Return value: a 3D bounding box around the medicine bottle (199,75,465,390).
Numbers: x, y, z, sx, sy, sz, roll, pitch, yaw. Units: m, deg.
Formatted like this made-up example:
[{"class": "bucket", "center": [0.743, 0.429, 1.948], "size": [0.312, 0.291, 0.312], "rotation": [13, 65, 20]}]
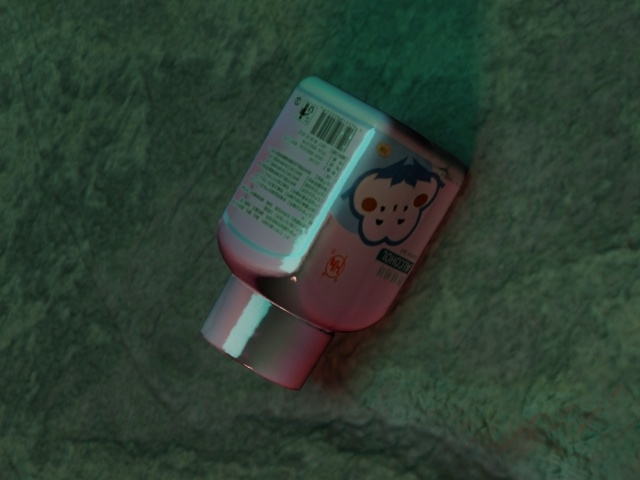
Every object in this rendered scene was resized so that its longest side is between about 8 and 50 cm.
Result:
[{"class": "medicine bottle", "center": [0.000, 0.000, 1.164], "size": [0.094, 0.119, 0.188], "rotation": [33, 94, 38]}]
